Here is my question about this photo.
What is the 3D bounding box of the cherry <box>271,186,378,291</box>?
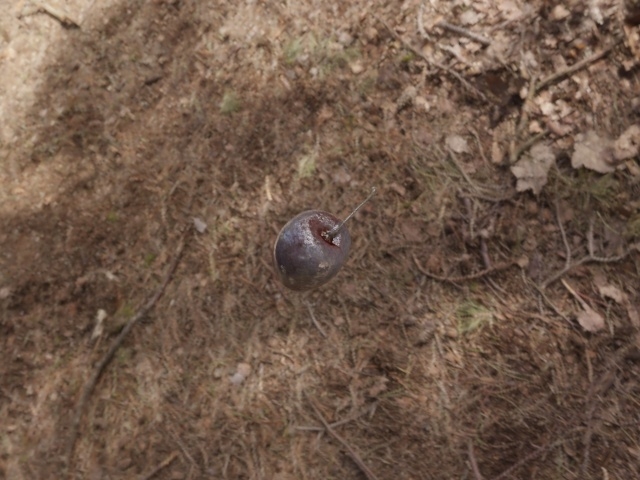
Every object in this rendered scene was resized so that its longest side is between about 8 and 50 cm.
[{"bbox_3d":[0.000,0.006,1.089,0.115,0.148,0.188,16,36,23],"label":"cherry"}]
